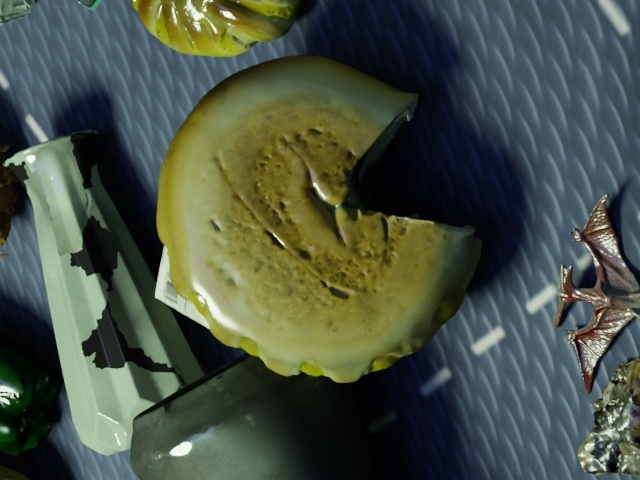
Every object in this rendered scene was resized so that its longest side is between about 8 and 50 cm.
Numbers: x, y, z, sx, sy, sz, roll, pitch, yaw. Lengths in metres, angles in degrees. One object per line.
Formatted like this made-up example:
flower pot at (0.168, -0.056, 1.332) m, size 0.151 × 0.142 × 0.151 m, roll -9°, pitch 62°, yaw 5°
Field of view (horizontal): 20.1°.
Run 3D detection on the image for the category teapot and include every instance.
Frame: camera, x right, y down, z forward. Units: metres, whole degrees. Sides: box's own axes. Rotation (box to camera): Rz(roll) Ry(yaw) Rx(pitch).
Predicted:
teapot at (-0.033, 0.290, 1.896) m, size 0.253 × 0.300 × 0.344 m, roll -31°, pitch 89°, yaw 21°

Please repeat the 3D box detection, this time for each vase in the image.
vase at (-0.252, 0.059, 2.080) m, size 0.165 × 0.165 × 0.360 m, roll -22°, pitch 86°, yaw 40°

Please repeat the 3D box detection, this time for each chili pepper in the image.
chili pepper at (-0.459, 0.180, 2.252) m, size 0.261 × 0.174 × 0.165 m, roll 19°, pitch 102°, yaw 21°

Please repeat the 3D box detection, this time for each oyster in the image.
oyster at (0.306, 0.170, 1.749) m, size 0.103 × 0.051 × 0.148 m, roll 17°, pitch 104°, yaw 25°

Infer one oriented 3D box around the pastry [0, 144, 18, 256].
pastry at (-0.500, -0.046, 2.188) m, size 0.275 × 0.275 × 0.193 m, roll 49°, pitch 164°, yaw 14°

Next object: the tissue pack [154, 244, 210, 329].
tissue pack at (-0.106, 0.009, 1.976) m, size 0.106 × 0.099 × 0.148 m, roll 28°, pitch 120°, yaw 28°

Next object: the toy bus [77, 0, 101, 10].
toy bus at (-0.331, -0.356, 1.960) m, size 0.262 × 0.109 × 0.091 m, roll 36°, pitch 109°, yaw -9°

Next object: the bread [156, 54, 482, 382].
bread at (-0.011, -0.019, 1.817) m, size 0.333 × 0.160 × 0.333 m, roll 0°, pitch 87°, yaw -1°

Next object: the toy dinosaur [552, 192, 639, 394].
toy dinosaur at (0.273, 0.057, 1.749) m, size 0.108 × 0.032 × 0.220 m, roll 15°, pitch 116°, yaw 30°

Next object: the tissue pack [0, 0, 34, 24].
tissue pack at (-0.457, -0.362, 2.132) m, size 0.263 × 0.089 × 0.177 m, roll 13°, pitch 114°, yaw 31°

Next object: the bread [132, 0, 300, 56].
bread at (-0.118, -0.287, 1.889) m, size 0.213 × 0.105 × 0.213 m, roll 12°, pitch 109°, yaw 36°

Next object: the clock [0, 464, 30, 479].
clock at (-0.428, 0.328, 2.311) m, size 0.237 × 0.057 × 0.237 m, roll 17°, pitch 147°, yaw 11°
